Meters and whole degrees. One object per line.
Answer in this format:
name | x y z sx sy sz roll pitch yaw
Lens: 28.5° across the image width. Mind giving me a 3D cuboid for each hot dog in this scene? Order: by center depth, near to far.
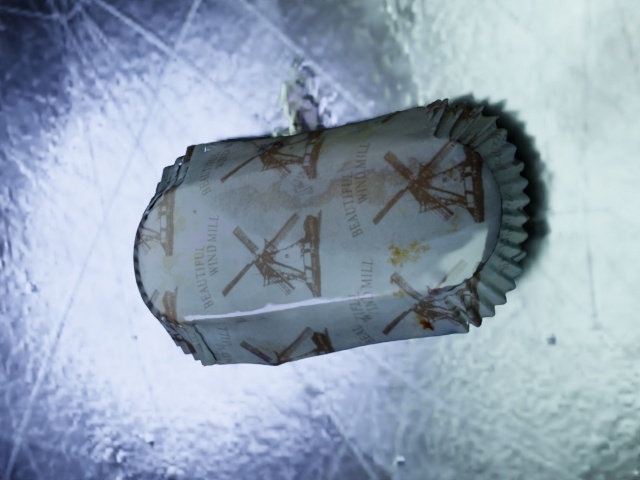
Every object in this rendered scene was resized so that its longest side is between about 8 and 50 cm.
hot dog | 0.000 0.000 0.567 0.191 0.059 0.108 -9 84 27
